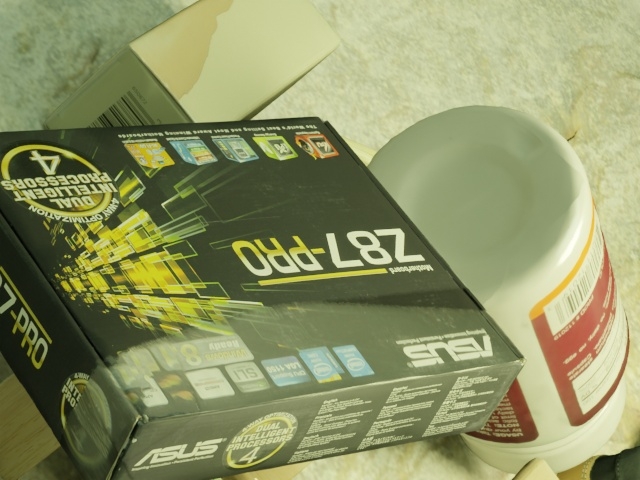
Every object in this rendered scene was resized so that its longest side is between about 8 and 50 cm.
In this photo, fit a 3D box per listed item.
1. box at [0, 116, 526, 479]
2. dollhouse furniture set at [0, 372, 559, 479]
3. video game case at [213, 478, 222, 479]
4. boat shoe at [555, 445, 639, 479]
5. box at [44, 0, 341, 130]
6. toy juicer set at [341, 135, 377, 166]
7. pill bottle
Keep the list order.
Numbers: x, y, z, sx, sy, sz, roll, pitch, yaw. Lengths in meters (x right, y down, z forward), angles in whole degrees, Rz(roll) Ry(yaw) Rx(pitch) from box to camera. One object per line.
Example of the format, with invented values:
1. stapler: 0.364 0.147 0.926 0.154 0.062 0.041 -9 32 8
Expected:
1. box: -0.077 0.038 1.527 0.395 0.097 0.318 -5 46 -40
2. dollhouse furniture set: -0.016 0.167 1.614 0.394 0.256 0.362 53 34 2
3. video game case: -0.115 0.224 1.697 0.193 0.023 0.212 18 47 -40
4. boat shoe: 0.440 0.412 2.067 0.500 0.156 0.187 48 33 -9
5. box: -0.120 -0.159 1.926 0.121 0.148 0.311 50 33 -3
6. toy juicer set: 0.000 0.000 1.987 0.209 0.089 0.329 36 44 -2
7. pill bottle: 0.180 0.064 1.878 0.392 0.224 0.224 64 14 -55
